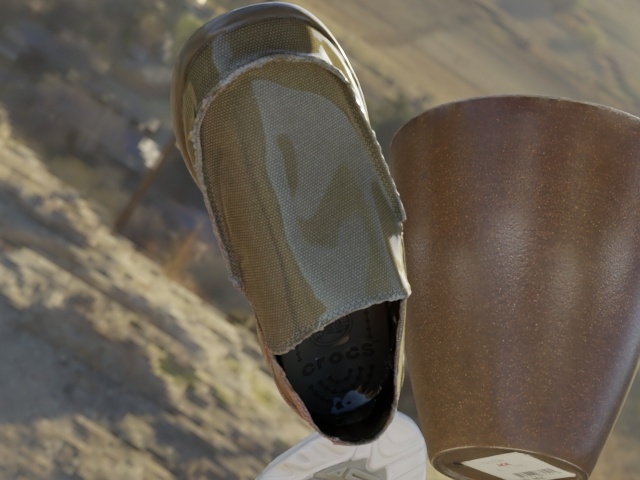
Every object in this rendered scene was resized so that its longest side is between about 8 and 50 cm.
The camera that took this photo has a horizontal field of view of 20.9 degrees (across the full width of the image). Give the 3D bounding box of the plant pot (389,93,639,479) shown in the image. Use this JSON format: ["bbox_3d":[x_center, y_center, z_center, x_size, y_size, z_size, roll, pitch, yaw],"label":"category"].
[{"bbox_3d":[0.143,0.050,1.205,0.215,0.215,0.230,22,64,-31],"label":"plant pot"}]

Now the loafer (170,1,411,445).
[{"bbox_3d":[0.000,0.000,0.486,0.050,0.056,0.148,-122,-170,-49],"label":"loafer"}]

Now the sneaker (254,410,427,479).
[{"bbox_3d":[-0.022,0.174,1.021,0.090,0.232,0.115,37,18,-8],"label":"sneaker"}]
